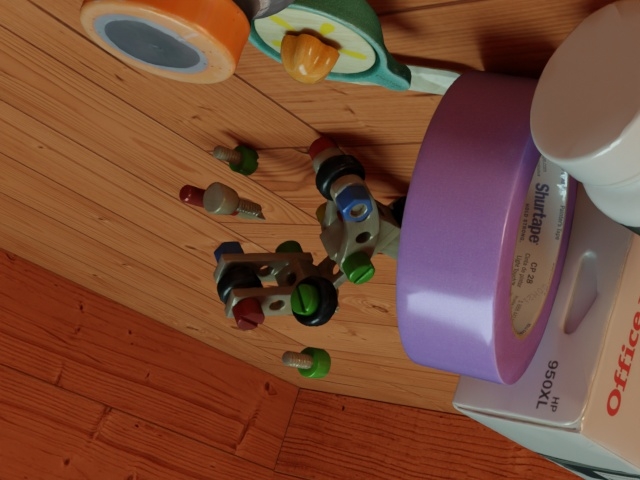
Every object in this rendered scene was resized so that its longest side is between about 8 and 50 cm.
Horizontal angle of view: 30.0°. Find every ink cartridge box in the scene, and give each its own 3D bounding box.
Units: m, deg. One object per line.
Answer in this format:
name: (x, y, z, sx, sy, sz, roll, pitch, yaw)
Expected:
ink cartridge box: (0.351, 0.123, 1.325, 0.166, 0.285, 0.395, 3, 159, 45)

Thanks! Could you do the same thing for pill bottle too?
pill bottle: (-0.051, -0.212, 0.656, 0.130, 0.246, 0.130, 17, 166, 4)
pill bottle: (0.310, -0.063, 0.944, 0.283, 0.161, 0.161, 26, 163, -29)

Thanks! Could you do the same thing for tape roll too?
tape roll: (0.158, -0.012, 1.081, 0.090, 0.275, 0.275, 11, 164, 23)

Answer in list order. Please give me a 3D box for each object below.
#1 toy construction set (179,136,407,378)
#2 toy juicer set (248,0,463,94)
toy construction set: (0.000, 0.000, 1.496, 0.237, 0.257, 0.309, 15, -168, -46)
toy juicer set: (-0.031, -0.180, 1.059, 0.209, 0.089, 0.329, 4, 160, 41)
